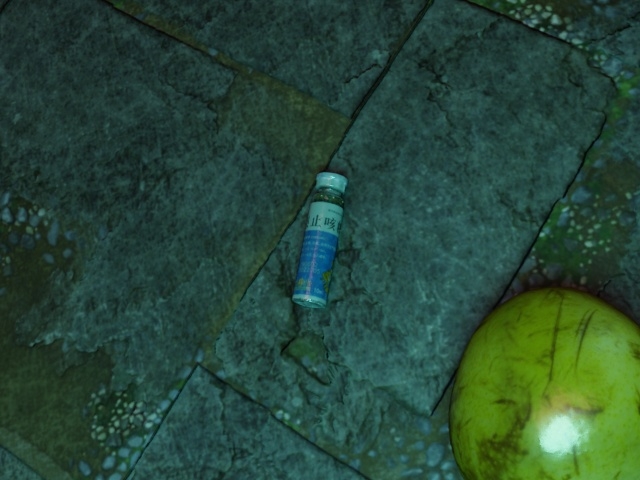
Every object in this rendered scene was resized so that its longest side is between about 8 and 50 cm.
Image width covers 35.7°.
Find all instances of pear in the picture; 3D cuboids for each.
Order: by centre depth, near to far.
[{"bbox_3d":[0.282,0.197,1.155,0.280,0.281,0.281,-5,71,13],"label":"pear"}]

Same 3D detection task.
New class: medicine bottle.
[{"bbox_3d":[0.000,0.000,1.405,0.051,0.051,0.191,5,74,16],"label":"medicine bottle"}]
